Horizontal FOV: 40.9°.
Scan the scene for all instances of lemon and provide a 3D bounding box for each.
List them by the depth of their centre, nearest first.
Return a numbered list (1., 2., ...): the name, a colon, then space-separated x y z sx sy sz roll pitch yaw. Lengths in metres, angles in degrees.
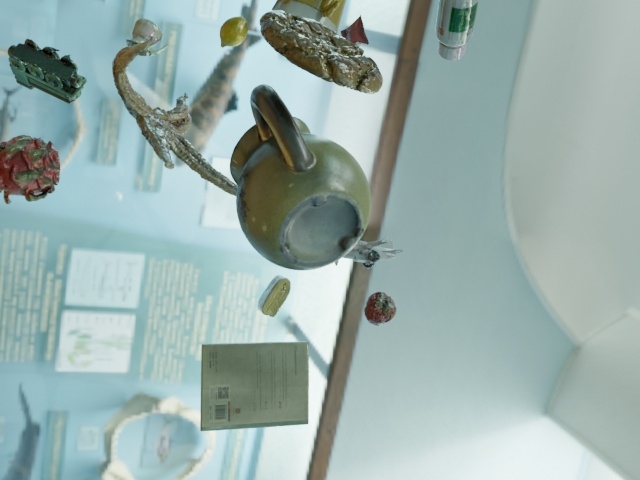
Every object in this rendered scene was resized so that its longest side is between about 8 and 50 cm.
1. lemon: -0.211 -0.501 2.067 0.092 0.065 0.065 -45 -141 19

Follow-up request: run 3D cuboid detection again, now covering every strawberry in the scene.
1. strawberry: 0.146 0.173 2.121 0.083 0.083 0.096 -108 -154 -42

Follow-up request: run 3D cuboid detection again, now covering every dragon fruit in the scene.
1. dragon fruit: -0.706 -0.164 2.014 0.160 0.172 0.167 63 -39 33

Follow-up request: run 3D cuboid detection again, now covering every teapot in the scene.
1. teapot: -0.367 -0.423 1.815 0.064 0.083 0.064 -61 -163 -21

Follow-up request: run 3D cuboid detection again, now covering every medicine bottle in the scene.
1. medicine bottle: 0.317 -0.534 1.990 0.260 0.095 0.095 91 -10 -58

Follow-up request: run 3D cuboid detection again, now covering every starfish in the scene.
1. starfish: -0.293 -0.241 1.724 0.384 0.132 0.398 50 -2 27

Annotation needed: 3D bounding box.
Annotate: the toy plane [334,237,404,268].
1. toy plane: 0.092 0.025 1.905 0.162 0.171 0.066 125 -38 -71

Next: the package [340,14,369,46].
1. package: 0.068 -0.398 1.671 0.083 0.029 0.059 -18 -93 61

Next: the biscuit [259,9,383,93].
1. biscuit: 0.003 -0.306 1.378 0.042 0.225 0.226 -59 -148 24

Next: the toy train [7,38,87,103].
1. toy train: -0.546 -0.335 1.717 0.071 0.170 0.111 -58 167 -24

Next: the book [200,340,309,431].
1. book: -0.157 0.353 2.094 0.025 0.282 0.215 169 -76 -64

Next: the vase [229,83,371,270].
1. vase: -0.059 -0.134 1.545 0.302 0.240 0.329 -121 -168 -48

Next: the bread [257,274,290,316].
1. bread: -0.145 0.176 2.719 0.140 0.060 0.178 -57 -173 -3

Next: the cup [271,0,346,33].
1. cup: -0.007 -0.623 2.243 0.241 0.185 0.226 -5 -120 54
